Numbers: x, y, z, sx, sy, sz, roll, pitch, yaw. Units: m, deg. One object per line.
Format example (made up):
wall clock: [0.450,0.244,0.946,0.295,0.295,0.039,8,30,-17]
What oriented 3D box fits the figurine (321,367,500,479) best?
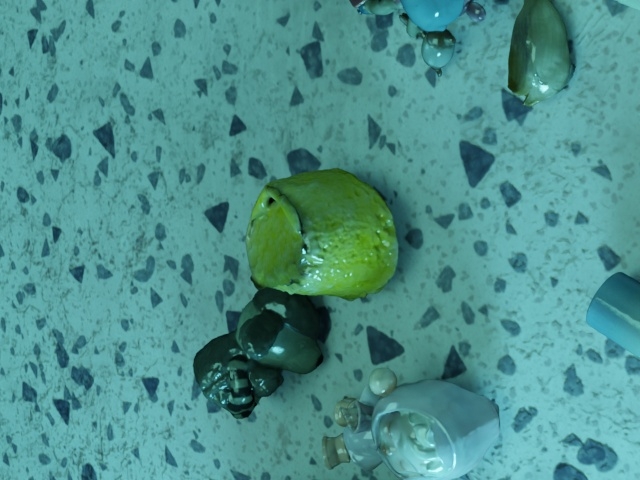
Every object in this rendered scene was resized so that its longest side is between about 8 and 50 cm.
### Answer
figurine: [0.113,0.256,1.488,0.276,0.133,0.200,-10,102,48]

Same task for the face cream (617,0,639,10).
face cream: [0.298,-0.380,1.251,0.348,0.081,0.173,35,123,34]

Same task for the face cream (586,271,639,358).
face cream: [0.418,0.128,1.221,0.250,0.077,0.077,36,119,32]

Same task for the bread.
bread: [0.001,-0.004,1.524,0.197,0.170,0.197,16,110,53]

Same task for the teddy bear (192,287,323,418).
teddy bear: [-0.083,0.166,1.636,0.144,0.171,0.251,45,121,0]

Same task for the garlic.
garlic: [0.258,-0.235,1.320,0.084,0.066,0.152,13,107,43]

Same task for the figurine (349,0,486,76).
figurine: [0.111,-0.299,1.398,0.260,0.103,0.205,17,124,61]
